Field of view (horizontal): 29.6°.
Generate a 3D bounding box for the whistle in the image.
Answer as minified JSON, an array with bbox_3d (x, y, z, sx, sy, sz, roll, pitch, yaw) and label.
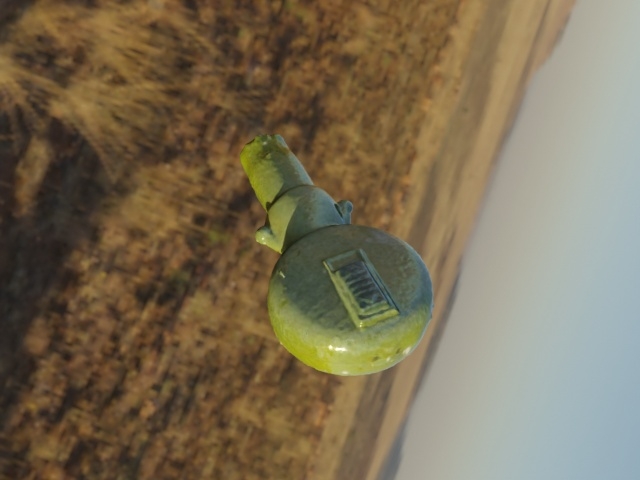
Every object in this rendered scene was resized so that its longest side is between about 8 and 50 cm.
[{"bbox_3d":[0.000,0.000,0.784,0.057,0.104,0.198,92,-25,-51],"label":"whistle"}]
